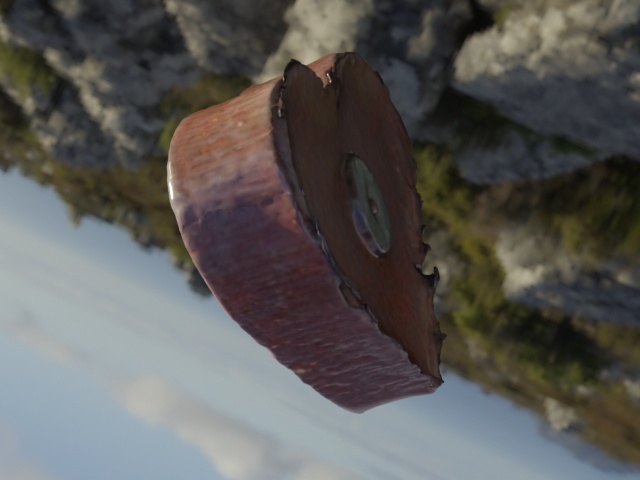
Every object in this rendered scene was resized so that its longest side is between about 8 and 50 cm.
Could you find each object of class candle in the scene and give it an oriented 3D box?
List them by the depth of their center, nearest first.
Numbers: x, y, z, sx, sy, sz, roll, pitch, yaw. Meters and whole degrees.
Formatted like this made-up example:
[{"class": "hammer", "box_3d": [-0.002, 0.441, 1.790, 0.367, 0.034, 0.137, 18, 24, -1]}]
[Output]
[{"class": "candle", "box_3d": [0.000, 0.000, 1.234, 0.287, 0.131, 0.317, 65, -159, -9]}]
